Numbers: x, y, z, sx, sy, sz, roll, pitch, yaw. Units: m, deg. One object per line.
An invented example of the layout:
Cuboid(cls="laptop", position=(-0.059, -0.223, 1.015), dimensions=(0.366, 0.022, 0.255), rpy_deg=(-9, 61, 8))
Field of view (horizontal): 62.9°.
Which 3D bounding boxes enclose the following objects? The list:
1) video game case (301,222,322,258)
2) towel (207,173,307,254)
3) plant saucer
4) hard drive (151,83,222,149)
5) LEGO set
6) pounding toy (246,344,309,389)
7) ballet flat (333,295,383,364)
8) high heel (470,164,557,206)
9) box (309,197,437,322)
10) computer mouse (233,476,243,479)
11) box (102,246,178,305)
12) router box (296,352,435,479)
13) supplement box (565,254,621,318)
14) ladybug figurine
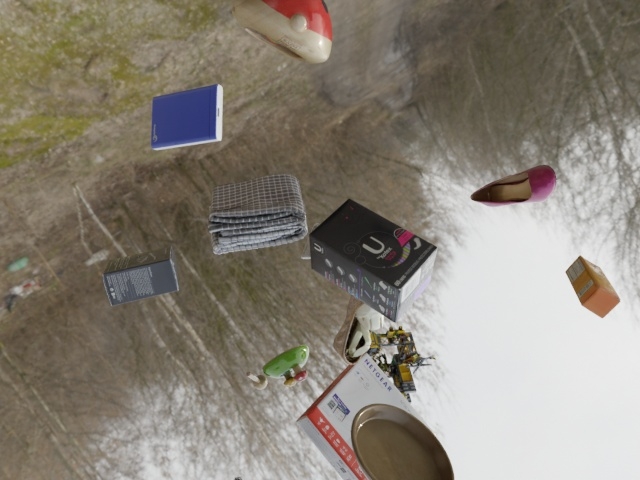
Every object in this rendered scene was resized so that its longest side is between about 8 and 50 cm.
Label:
Cuboid(cls="video game case", position=(0.000, 0.000, 2.049), dimensions=(0.143, 0.019, 0.157), rpy_deg=(-4, -123, 47))
Cuboid(cls="towel", position=(-0.188, -0.091, 1.518), dimensions=(0.283, 0.121, 0.235), rpy_deg=(-8, -145, -5))
Cuboid(cls="plant saucer", position=(0.188, 0.508, 1.233), dimensions=(0.041, 0.277, 0.278), rpy_deg=(-60, 173, 25))
Cuboid(cls="hard drive", position=(-0.519, -0.472, 2.018), dimensions=(0.318, 0.211, 0.040), rpy_deg=(-2, 174, 26))
Cuboid(cls="LEGO set", position=(0.247, 0.485, 1.904), dimensions=(0.254, 0.192, 0.331), rpy_deg=(4, 134, -16))
Cuboid(cls="pounding toy", position=(-0.127, 0.475, 1.858), dimensions=(0.236, 0.110, 0.183), rpy_deg=(-27, 159, -9))
Cuboid(cls="ballet flat", position=(0.123, 0.228, 1.446), dimensions=(0.107, 0.106, 0.316), rpy_deg=(-2, 130, -23))
Cuboid(cls="high heel", position=(0.685, -0.179, 1.872), dimensions=(0.181, 0.127, 0.377), rpy_deg=(-8, 172, -5))
Cuboid(cls="box", position=(0.124, 0.044, 1.285), dimensions=(0.165, 0.270, 0.143), rpy_deg=(-43, 149, -30))
Cuboid(cls="computer mouse", position=(-0.214, 0.833, 1.669), dimensions=(0.042, 0.106, 0.193), rpy_deg=(-52, -155, -12))
Cuboid(cls="box", position=(-0.553, 0.107, 1.633), dimensions=(0.206, 0.108, 0.153), rpy_deg=(-12, -163, -10))
Cuboid(cls="router box", position=(0.141, 0.560, 1.564), dimensions=(0.301, 0.335, 0.082), rpy_deg=(-38, 175, -39))
Cuboid(cls="supplement box", position=(0.798, 0.131, 1.543), dimensions=(0.080, 0.078, 0.233), rpy_deg=(-58, 180, 27))
Cuboid(cls="ladybug figurine", position=(-0.096, -0.638, 1.504), dimensions=(0.162, 0.305, 0.449), rpy_deg=(-61, -153, 11))
